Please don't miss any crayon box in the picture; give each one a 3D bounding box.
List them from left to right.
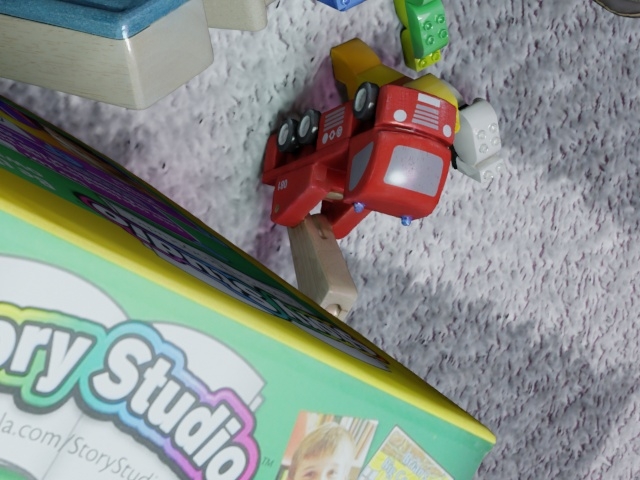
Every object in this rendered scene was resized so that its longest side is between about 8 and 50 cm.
[{"bbox_3d":[-0.156,-0.004,0.556,0.363,0.313,0.106,29,94,-42],"label":"crayon box"}]

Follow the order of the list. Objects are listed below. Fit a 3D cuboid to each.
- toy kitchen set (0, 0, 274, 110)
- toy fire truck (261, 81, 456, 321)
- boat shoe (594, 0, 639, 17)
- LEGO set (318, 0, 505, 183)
[{"bbox_3d":[-0.075,-0.186,0.683,0.207,0.122,0.166,-41,134,-40],"label":"toy kitchen set"},{"bbox_3d":[0.000,0.000,0.793,0.047,0.192,0.135,14,76,-26],"label":"toy fire truck"},{"bbox_3d":[0.273,-0.212,0.881,0.355,0.132,0.130,-32,165,-27],"label":"boat shoe"},{"bbox_3d":[0.056,-0.109,0.811,0.087,0.093,0.227,-29,127,-22],"label":"LEGO set"}]
